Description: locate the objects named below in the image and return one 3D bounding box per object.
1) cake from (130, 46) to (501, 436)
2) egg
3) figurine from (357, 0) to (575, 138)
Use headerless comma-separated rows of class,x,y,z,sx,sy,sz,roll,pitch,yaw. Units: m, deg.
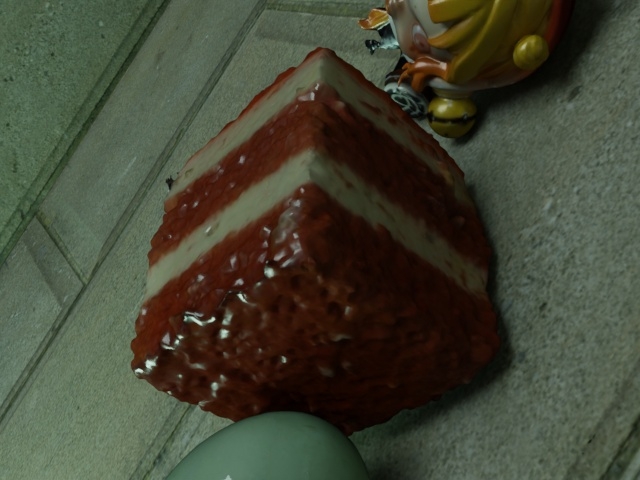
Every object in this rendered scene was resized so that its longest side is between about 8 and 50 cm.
cake,0.001,0.013,0.978,0.269,0.270,0.320,-34,36,35
egg,-0.066,0.286,0.880,0.283,0.203,0.203,-58,28,11
figurine,0.167,-0.282,1.095,0.323,0.196,0.320,-165,62,-68
